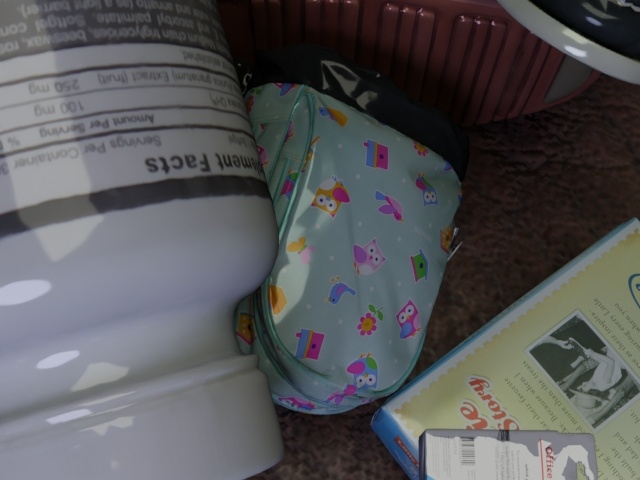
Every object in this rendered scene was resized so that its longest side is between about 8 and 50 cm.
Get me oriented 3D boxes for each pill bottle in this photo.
[{"bbox_3d":[-0.119,-0.044,0.439,0.176,0.176,0.318,-14,84,-11],"label":"pill bottle"}]

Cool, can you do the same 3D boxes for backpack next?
[{"bbox_3d":[0.000,0.000,0.549,0.152,0.115,0.182,25,74,-22],"label":"backpack"}]

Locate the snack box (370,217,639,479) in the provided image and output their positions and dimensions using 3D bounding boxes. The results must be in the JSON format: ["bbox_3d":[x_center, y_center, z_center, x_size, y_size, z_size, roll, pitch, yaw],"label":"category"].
[{"bbox_3d":[0.197,0.165,0.540,0.187,0.060,0.322,-34,75,-15],"label":"snack box"}]

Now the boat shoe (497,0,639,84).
[{"bbox_3d":[0.167,-0.203,0.576,0.127,0.113,0.340,30,35,-2],"label":"boat shoe"}]

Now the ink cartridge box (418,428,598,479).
[{"bbox_3d":[0.091,0.118,0.504,0.083,0.028,0.048,2,70,-1],"label":"ink cartridge box"}]

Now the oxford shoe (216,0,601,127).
[{"bbox_3d":[-0.024,-0.164,0.615,0.397,0.140,0.146,8,62,-4],"label":"oxford shoe"}]
